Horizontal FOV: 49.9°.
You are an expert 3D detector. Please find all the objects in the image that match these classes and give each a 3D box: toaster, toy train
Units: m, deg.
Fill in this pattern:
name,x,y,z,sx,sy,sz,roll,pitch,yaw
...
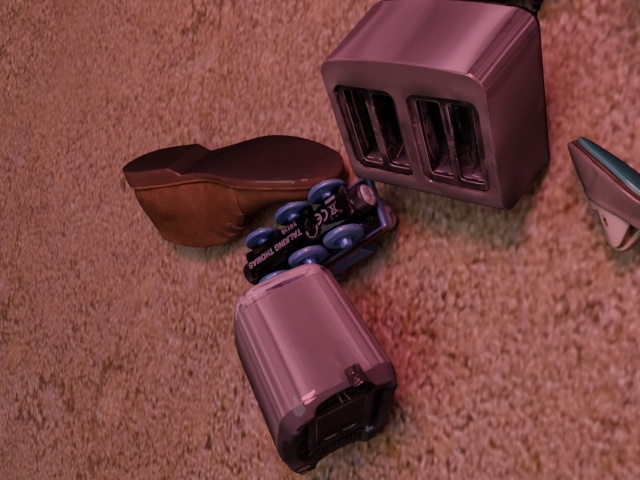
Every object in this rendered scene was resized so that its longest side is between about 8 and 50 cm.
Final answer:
name,x,y,z,sx,sy,sz,roll,pitch,yaw
toaster,0.107,-0.125,0.611,0.168,0.186,0.110,16,54,34
toy train,0.000,0.000,0.738,0.184,0.105,0.080,-34,62,30
toaster,-0.010,0.126,0.687,0.129,0.227,0.147,-25,61,-13

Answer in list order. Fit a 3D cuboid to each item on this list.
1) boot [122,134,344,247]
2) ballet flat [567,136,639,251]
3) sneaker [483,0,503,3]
name,x,y,z,sx,sy,sz,roll,pitch,yaw
boot,-0.098,-0.056,0.837,0.305,0.112,0.115,1,119,32
ballet flat,0.275,-0.004,0.560,0.213,0.072,0.068,43,117,29
sneaker,0.140,-0.263,0.630,0.286,0.130,0.109,-36,70,31
